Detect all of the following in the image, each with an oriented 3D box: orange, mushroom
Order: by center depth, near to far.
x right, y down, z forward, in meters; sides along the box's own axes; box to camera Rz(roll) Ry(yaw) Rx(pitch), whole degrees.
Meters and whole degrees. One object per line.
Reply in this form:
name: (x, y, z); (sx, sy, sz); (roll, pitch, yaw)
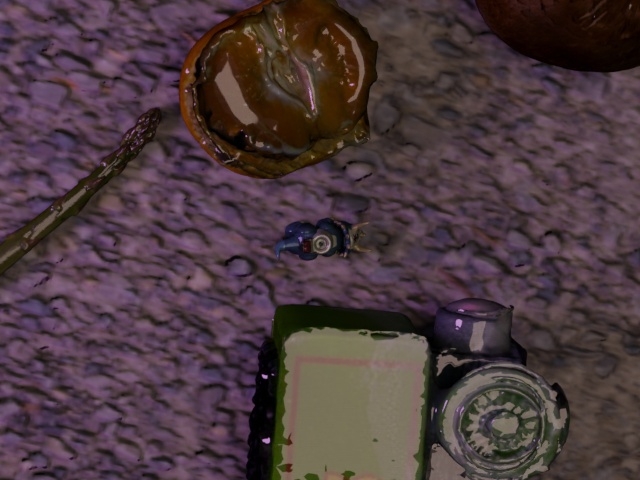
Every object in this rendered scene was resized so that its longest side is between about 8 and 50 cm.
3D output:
orange: (-0.039, -0.124, 1.309); (0.170, 0.112, 0.160); (30, 78, -37)
mushroom: (0.243, -0.232, 1.341); (0.231, 0.138, 0.194); (-31, 103, -7)

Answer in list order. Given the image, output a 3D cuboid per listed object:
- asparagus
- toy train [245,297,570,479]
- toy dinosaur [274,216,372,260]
asparagus: (-0.219, -0.021, 1.328); (0.248, 0.025, 0.024); (-41, 61, -4)
toy train: (0.062, 0.197, 1.346); (0.249, 0.173, 0.307); (3, 97, -6)
toy dinosaur: (0.000, 0.000, 1.365); (0.083, 0.047, 0.030); (-7, 100, -13)
